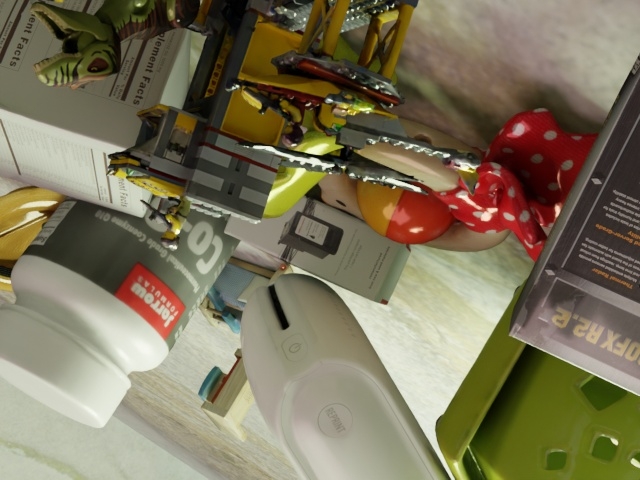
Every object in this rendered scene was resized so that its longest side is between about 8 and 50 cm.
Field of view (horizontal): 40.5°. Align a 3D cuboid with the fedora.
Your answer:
[{"bbox_3d":[-0.391,-0.016,1.171,0.079,0.194,0.194,59,179,43],"label":"fedora"}]

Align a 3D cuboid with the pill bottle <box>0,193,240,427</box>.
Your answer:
[{"bbox_3d":[-0.182,0.020,0.814,0.161,0.283,0.161,25,155,12],"label":"pill bottle"}]

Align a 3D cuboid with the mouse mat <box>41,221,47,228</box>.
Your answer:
[{"bbox_3d":[-0.262,0.020,1.162,0.153,0.007,0.189,-11,139,17],"label":"mouse mat"}]

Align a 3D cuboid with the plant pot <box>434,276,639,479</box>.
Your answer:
[{"bbox_3d":[0.233,0.166,0.713,0.207,0.228,0.227,22,157,32],"label":"plant pot"}]

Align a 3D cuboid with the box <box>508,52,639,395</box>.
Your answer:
[{"bbox_3d":[0.247,0.017,0.472,0.231,0.056,0.183,25,112,10],"label":"box"}]

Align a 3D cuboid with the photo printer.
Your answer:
[{"bbox_3d":[0.033,0.175,0.773,0.307,0.107,0.256,60,179,-16],"label":"photo printer"}]

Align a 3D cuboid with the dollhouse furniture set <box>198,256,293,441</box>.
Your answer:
[{"bbox_3d":[-0.117,0.115,1.043,0.129,0.183,0.129,18,153,27],"label":"dollhouse furniture set"}]

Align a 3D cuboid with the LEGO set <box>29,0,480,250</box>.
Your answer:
[{"bbox_3d":[-0.091,-0.099,0.455,0.255,0.192,0.331,20,176,-31],"label":"LEGO set"}]

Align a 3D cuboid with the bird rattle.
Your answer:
[{"bbox_3d":[0.079,-0.052,0.641,0.254,0.143,0.207,14,165,6],"label":"bird rattle"}]

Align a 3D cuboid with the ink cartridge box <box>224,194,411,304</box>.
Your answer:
[{"bbox_3d":[0.000,0.000,0.798,0.151,0.063,0.109,24,179,13],"label":"ink cartridge box"}]

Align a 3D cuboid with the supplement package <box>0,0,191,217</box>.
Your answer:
[{"bbox_3d":[-0.240,-0.133,0.702,0.244,0.133,0.139,17,158,-5],"label":"supplement package"}]
